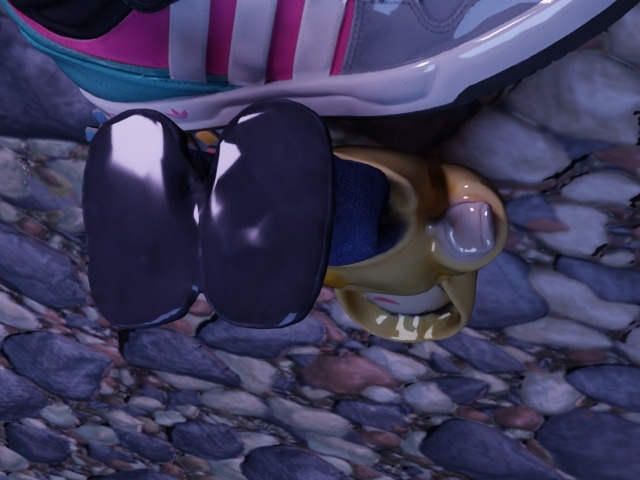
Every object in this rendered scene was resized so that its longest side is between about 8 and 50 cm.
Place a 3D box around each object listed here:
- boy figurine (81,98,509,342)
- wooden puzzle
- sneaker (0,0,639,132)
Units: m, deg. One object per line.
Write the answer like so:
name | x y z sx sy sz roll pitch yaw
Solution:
boy figurine | 0.000 0.000 0.584 0.177 0.092 0.285 -2 173 19
wooden puzzle | -0.095 -0.057 0.720 0.083 0.006 0.049 -2 142 27
sneaker | -0.030 -0.136 0.483 0.295 0.124 0.178 -8 148 35
